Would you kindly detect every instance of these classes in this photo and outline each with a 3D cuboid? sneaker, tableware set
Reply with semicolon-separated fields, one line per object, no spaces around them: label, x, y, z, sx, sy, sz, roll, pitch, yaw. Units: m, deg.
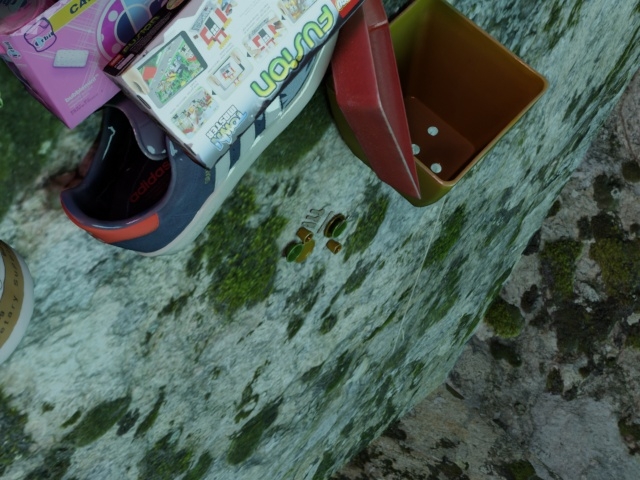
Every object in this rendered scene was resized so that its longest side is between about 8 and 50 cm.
sneaker;-0.112;-0.136;0.679;0.350;0.131;0.148;-58;154;10
tableware set;0.000;0.000;1.222;0.104;0.024;0.154;-56;157;12

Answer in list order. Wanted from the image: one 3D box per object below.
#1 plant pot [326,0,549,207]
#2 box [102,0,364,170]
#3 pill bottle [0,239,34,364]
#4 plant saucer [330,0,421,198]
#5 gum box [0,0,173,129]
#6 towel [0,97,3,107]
plant pot;0.147;-0.168;1.035;0.212;0.212;0.187;-44;167;-17
box;-0.064;-0.170;0.610;0.207;0.036;0.114;-49;130;-8
pill bottle;-0.317;0.018;0.520;0.131;0.131;0.229;-48;157;-9
plant saucer;0.050;-0.198;0.815;0.048;0.258;0.259;-12;161;13
gum box;-0.169;-0.185;0.582;0.188;0.062;0.107;-45;156;-16
towel;-0.280;-0.120;0.445;0.152;0.113;0.023;61;29;-67
